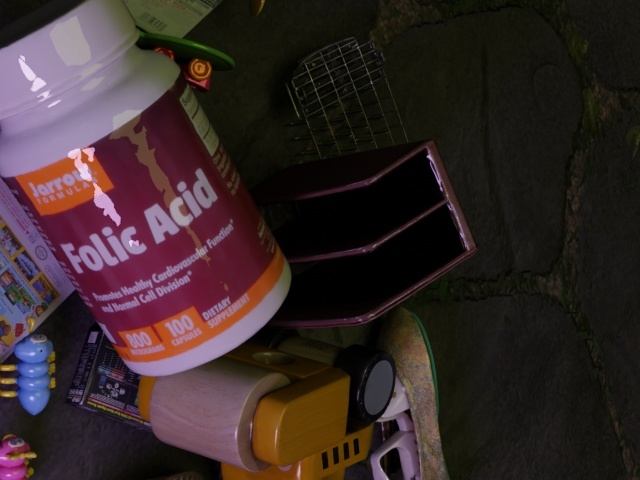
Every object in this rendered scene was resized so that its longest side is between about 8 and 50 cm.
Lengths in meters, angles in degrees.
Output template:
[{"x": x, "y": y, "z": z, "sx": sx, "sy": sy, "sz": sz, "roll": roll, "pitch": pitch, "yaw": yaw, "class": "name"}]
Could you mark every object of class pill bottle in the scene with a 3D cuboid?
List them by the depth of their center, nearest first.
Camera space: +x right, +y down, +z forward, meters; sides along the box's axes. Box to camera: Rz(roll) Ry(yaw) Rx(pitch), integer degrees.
[{"x": -0.211, "y": -0.067, "z": 1.240, "sx": 0.224, "sy": 0.224, "sz": 0.392, "roll": -46, "pitch": 118, "yaw": -36, "class": "pill bottle"}]

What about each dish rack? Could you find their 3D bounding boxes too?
[{"x": 0.042, "y": -0.147, "z": 1.635, "sx": 0.208, "sy": 0.074, "sz": 0.271, "roll": -33, "pitch": 108, "yaw": -42, "class": "dish rack"}]

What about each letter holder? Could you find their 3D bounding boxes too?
[{"x": 0.000, "y": 0.000, "z": 1.417, "sx": 0.214, "sy": 0.302, "sz": 0.152, "roll": -32, "pitch": 105, "yaw": -33, "class": "letter holder"}]

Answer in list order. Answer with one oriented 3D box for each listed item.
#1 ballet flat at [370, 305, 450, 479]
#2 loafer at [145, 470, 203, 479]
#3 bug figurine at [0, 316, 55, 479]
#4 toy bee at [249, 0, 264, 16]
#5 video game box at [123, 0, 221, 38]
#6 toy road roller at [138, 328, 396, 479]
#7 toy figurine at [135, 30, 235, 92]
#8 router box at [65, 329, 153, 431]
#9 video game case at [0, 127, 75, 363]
[{"x": 0.117, "y": 0.275, "z": 1.657, "sx": 0.123, "sy": 0.123, "sz": 0.348, "roll": -16, "pitch": 99, "yaw": -44, "class": "ballet flat"}, {"x": -0.228, "y": 0.336, "z": 1.331, "sx": 0.268, "sy": 0.092, "sz": 0.101, "roll": -13, "pitch": 98, "yaw": -60, "class": "loafer"}, {"x": -0.381, "y": 0.202, "z": 1.180, "sx": 0.279, "sy": 0.072, "sz": 0.216, "roll": -10, "pitch": 103, "yaw": -41, "class": "bug figurine"}, {"x": -0.097, "y": -0.384, "z": 1.451, "sx": 0.298, "sy": 0.162, "sz": 0.195, "roll": -22, "pitch": 105, "yaw": -43, "class": "toy bee"}, {"x": -0.193, "y": -0.342, "z": 1.342, "sx": 0.205, "sy": 0.187, "sz": 0.048, "roll": 28, "pitch": 40, "yaw": -40, "class": "video game box"}, {"x": -0.060, "y": 0.247, "z": 1.402, "sx": 0.329, "sy": 0.203, "sz": 0.240, "roll": -8, "pitch": 106, "yaw": -57, "class": "toy road roller"}, {"x": -0.205, "y": -0.163, "z": 1.380, "sx": 0.173, "sy": 0.130, "sz": 0.159, "roll": 15, "pitch": 86, "yaw": -20, "class": "toy figurine"}, {"x": -0.235, "y": 0.170, "z": 1.365, "sx": 0.122, "sy": 0.038, "sz": 0.092, "roll": 30, "pitch": 67, "yaw": -39, "class": "router box"}, {"x": -0.367, "y": -0.003, "z": 1.258, "sx": 0.206, "sy": 0.026, "sz": 0.227, "roll": -50, "pitch": 121, "yaw": -34, "class": "video game case"}]
